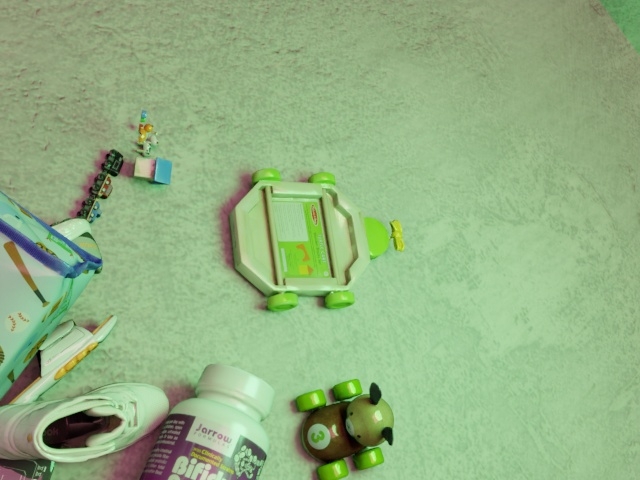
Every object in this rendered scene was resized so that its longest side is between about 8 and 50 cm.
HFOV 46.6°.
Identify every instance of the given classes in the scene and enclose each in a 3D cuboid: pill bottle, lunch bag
[{"bbox_3d":[-0.178,0.350,1.138,0.169,0.169,0.302,28,60,-13],"label":"pill bottle"},{"bbox_3d":[-0.548,0.046,0.959,0.385,0.239,0.328,38,86,-4],"label":"lunch bag"}]

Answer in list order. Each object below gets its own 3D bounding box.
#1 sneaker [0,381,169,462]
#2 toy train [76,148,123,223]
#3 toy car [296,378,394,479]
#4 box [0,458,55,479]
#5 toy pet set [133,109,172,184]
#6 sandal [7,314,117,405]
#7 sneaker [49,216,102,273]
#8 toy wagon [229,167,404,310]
[{"bbox_3d":[-0.305,0.265,1.070,0.292,0.169,0.108,-1,84,-49],"label":"sneaker"},{"bbox_3d":[-0.384,-0.092,1.307,0.036,0.027,0.158,31,58,-24],"label":"toy train"},{"bbox_3d":[0.064,0.310,1.258,0.149,0.188,0.155,-10,74,-29],"label":"toy car"},{"bbox_3d":[-0.494,0.400,1.031,0.183,0.056,0.231,19,62,-17],"label":"box"},{"bbox_3d":[-0.294,-0.161,1.327,0.065,0.122,0.114,6,86,-15],"label":"toy pet set"},{"bbox_3d":[-0.422,0.185,1.129,0.076,0.102,0.265,48,60,-4],"label":"sandal"},{"bbox_3d":[-0.466,0.059,1.164,0.271,0.100,0.108,-30,90,-32],"label":"sneaker"},{"bbox_3d":[0.000,0.000,1.430,0.344,0.068,0.267,1,69,-26],"label":"toy wagon"}]
